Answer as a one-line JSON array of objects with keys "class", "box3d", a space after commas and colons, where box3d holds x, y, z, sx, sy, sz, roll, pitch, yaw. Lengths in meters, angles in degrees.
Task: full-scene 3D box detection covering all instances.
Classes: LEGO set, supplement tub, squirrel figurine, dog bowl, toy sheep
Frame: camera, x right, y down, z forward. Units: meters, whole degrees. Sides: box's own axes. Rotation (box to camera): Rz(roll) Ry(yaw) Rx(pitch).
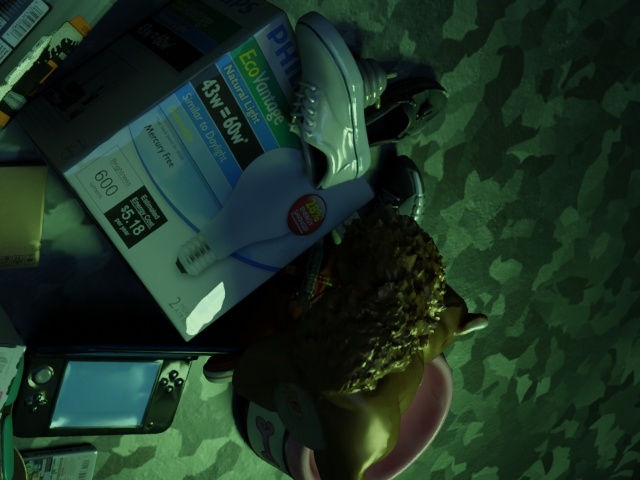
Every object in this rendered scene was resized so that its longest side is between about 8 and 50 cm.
[{"class": "LEGO set", "box3d": [0.000, 0.000, 1.771, 0.182, 0.060, 0.244, -34, 104, -18]}, {"class": "supplement tub", "box3d": [-0.408, -0.261, 1.309, 0.316, 0.193, 0.193, -48, 132, -1]}, {"class": "squirrel figurine", "box3d": [0.103, 0.143, 1.648, 0.370, 0.281, 0.397, -31, 153, -33]}, {"class": "dog bowl", "box3d": [0.070, 0.301, 1.978, 0.407, 0.150, 0.408, -21, 131, -26]}, {"class": "toy sheep", "box3d": [0.061, -0.250, 1.717, 0.132, 0.091, 0.091, -21, 126, -20]}]

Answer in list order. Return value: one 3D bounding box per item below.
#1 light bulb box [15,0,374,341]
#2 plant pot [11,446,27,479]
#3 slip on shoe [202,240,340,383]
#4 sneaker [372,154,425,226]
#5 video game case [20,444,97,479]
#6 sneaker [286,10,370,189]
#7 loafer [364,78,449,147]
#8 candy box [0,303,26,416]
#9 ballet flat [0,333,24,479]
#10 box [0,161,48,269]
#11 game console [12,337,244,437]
[{"class": "light bulb box", "box3d": [-0.169, -0.121, 1.536, 0.361, 0.225, 0.358, -38, 131, -10]}, {"class": "plant pot", "box3d": [-0.574, 0.383, 1.652, 0.236, 0.032, 0.236, -8, 110, -24]}, {"class": "slip on shoe", "box3d": [-0.073, 0.121, 1.832, 0.331, 0.123, 0.101, -39, 110, -10]}, {"class": "sneaker", "box3d": [0.106, -0.033, 1.876, 0.132, 0.086, 0.229, -16, 125, -24]}, {"class": "video game case", "box3d": [-0.475, 0.437, 1.784, 0.183, 0.023, 0.201, 0, 117, -35]}, {"class": "sneaker", "box3d": [0.002, -0.172, 1.412, 0.091, 0.094, 0.258, -34, 130, -22]}, {"class": "loafer", "box3d": [0.112, -0.194, 1.784, 0.267, 0.084, 0.096, -21, 126, -24]}, {"class": "candy box", "box3d": [-0.503, 0.190, 1.524, 0.070, 0.165, 0.196, 11, 108, -38]}, {"class": "ballet flat", "box3d": [-0.493, 0.250, 1.606, 0.073, 0.080, 0.232, 4, 84, 3]}, {"class": "box", "box3d": [-0.487, -0.031, 1.503, 0.201, 0.021, 0.165, -4, 118, -33]}, {"class": "game console", "box3d": [-0.305, 0.237, 1.685, 0.293, 0.173, 0.250, 6, 112, -37]}]
